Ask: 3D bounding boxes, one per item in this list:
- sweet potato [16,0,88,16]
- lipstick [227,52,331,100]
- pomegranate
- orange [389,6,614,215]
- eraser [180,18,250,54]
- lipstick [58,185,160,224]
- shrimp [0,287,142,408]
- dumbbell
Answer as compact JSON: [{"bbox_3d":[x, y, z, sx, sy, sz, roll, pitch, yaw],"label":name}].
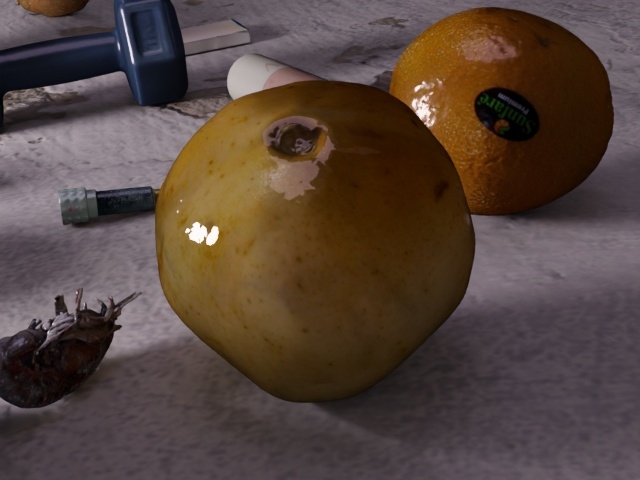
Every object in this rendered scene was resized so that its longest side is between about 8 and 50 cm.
[{"bbox_3d":[-0.489,-0.437,2.006,0.205,0.060,0.068,8,-9,31],"label":"sweet potato"},{"bbox_3d":[-0.023,-0.161,1.267,0.070,0.070,0.254,-19,28,-25],"label":"lipstick"},{"bbox_3d":[-0.003,-0.004,0.750,0.233,0.233,0.233,-5,25,3],"label":"pomegranate"},{"bbox_3d":[0.160,-0.116,0.987,0.206,0.206,0.206,-5,25,3],"label":"orange"},{"bbox_3d":[-0.193,-0.312,1.692,0.150,0.023,0.104,-14,25,-16],"label":"eraser"},{"bbox_3d":[-0.202,-0.039,1.097,0.116,0.037,0.037,-7,24,-10],"label":"lipstick"},{"bbox_3d":[-0.187,0.072,0.813,0.056,0.065,0.165,-21,17,28],"label":"shrimp"},{"bbox_3d":[-0.338,-0.231,1.413,0.324,0.160,0.144,-13,56,-11],"label":"dumbbell"}]
